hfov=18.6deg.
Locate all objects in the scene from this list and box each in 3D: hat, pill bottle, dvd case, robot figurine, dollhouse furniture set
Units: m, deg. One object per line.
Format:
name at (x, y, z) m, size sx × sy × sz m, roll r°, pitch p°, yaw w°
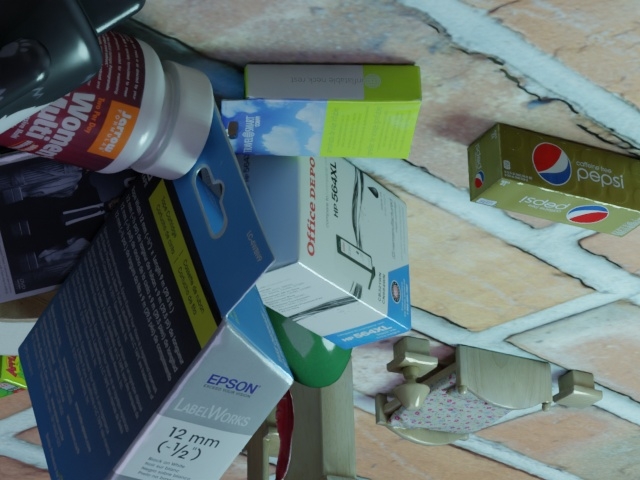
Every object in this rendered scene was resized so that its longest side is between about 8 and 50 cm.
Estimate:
hat at (0.002, 0.151, 2.118) m, size 0.173 × 0.183 × 0.208 m, roll -17°, pitch 173°, yaw -4°
pill bottle at (-0.209, -0.125, 1.653) m, size 0.221 × 0.121 × 0.121 m, roll 15°, pitch 150°, yaw -31°
dvd case at (-0.211, -0.036, 1.811) m, size 0.239 × 0.029 × 0.179 m, roll -13°, pitch 134°, yaw -8°
robot figurine at (-0.273, -0.156, 1.460) m, size 0.278 × 0.173 × 0.209 m, roll -31°, pitch 175°, yaw -7°
dollhouse furniture set at (0.124, 0.266, 2.431) m, size 0.356 × 0.173 × 0.303 m, roll 13°, pitch 152°, yaw -26°

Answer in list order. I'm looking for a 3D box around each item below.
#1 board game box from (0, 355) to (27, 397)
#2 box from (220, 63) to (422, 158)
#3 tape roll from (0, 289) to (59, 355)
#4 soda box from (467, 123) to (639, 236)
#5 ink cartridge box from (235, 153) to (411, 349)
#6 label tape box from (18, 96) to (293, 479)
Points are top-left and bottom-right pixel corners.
board game box at (-0.408, 0.145, 2.240) m, size 0.181 × 0.092 × 0.043 m, roll -22°, pitch 147°, yaw 36°
box at (-0.002, -0.116, 1.773) m, size 0.178 × 0.042 × 0.109 m, roll 1°, pitch 154°, yaw -4°
tape roll at (-0.317, 0.014, 1.994) m, size 0.392 × 0.072 × 0.392 m, roll -1°, pitch 154°, yaw 0°
soda box at (0.234, -0.057, 1.889) m, size 0.181 × 0.061 × 0.058 m, roll 12°, pitch 151°, yaw -26°
ink cartridge box at (0.000, 0.000, 1.894) m, size 0.086 × 0.148 × 0.203 m, roll -16°, pitch 151°, yaw 29°
label tape box at (-0.127, 0.074, 1.746) m, size 0.115 × 0.249 × 0.347 m, roll 20°, pitch 121°, yaw -34°
